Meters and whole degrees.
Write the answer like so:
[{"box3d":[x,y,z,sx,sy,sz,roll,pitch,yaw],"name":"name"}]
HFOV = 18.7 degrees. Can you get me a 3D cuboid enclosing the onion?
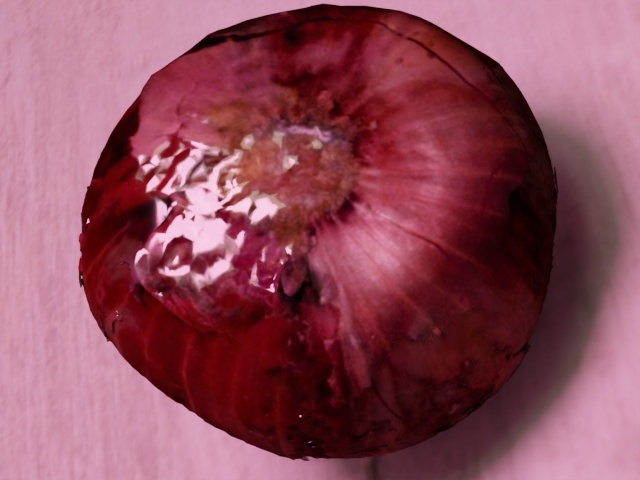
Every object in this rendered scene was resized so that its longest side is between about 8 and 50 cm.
[{"box3d":[0.000,0.000,1.016,0.252,0.219,0.252,0,71,0],"name":"onion"}]
